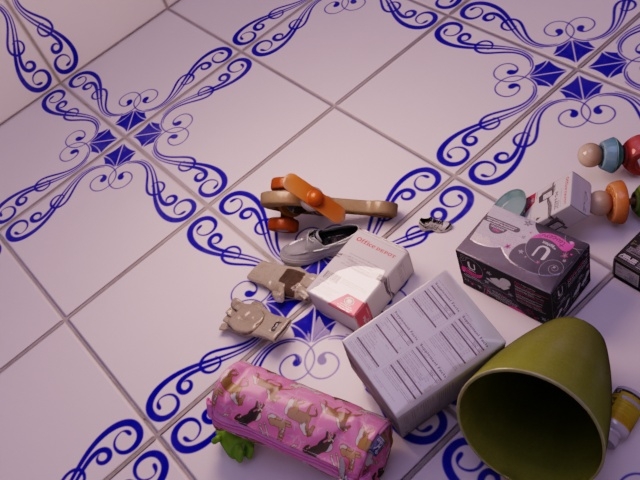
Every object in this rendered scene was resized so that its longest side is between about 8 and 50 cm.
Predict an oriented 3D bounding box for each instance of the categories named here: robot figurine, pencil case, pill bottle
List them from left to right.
[{"bbox_3d":[-0.189,0.432,1.745,0.101,0.067,0.115,-13,40,-29],"label":"robot figurine"},{"bbox_3d":[-0.043,0.380,1.642,0.386,0.167,0.160,19,85,20],"label":"pencil case"},{"bbox_3d":[0.581,0.347,1.547,0.065,0.065,0.116,25,63,34],"label":"pill bottle"}]

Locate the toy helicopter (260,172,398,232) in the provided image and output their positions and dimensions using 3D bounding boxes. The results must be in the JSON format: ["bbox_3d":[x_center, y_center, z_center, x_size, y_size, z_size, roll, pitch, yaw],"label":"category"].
[{"bbox_3d":[0.022,-0.097,2.026,0.355,0.235,0.140,4,81,1],"label":"toy helicopter"}]

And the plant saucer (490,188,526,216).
[{"bbox_3d":[0.461,-0.071,1.937,0.119,0.021,0.119,-43,26,27],"label":"plant saucer"}]

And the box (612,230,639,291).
[{"bbox_3d":[0.829,0.055,1.696,0.242,0.076,0.307,-41,51,-16],"label":"box"}]

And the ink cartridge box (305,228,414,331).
[{"bbox_3d":[0.098,0.095,1.909,0.159,0.092,0.218,27,66,34],"label":"ink cartridge box"}]

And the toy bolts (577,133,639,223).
[{"bbox_3d":[0.699,-0.175,1.851,0.159,0.218,0.228,-1,43,2],"label":"toy bolts"}]

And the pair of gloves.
[{"bbox_3d":[-0.124,0.151,1.971,0.204,0.042,0.240,9,49,33],"label":"pair of gloves"}]

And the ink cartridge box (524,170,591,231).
[{"bbox_3d":[0.554,-0.079,1.859,0.150,0.063,0.109,-37,29,48],"label":"ink cartridge box"}]

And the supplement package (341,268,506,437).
[{"bbox_3d":[0.214,0.237,1.644,0.263,0.199,0.198,-34,65,-8],"label":"supplement package"}]

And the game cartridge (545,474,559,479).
[{"bbox_3d":[0.384,0.600,1.377,0.285,0.052,0.323,-27,36,-4],"label":"game cartridge"}]

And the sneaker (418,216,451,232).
[{"bbox_3d":[0.287,-0.041,1.993,0.083,0.037,0.032,-1,50,17],"label":"sneaker"}]

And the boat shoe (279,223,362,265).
[{"bbox_3d":[0.001,0.001,2.026,0.228,0.081,0.079,-12,48,7],"label":"boat shoe"}]

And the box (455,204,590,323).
[{"bbox_3d":[0.457,0.052,1.785,0.247,0.142,0.163,29,66,35],"label":"box"}]

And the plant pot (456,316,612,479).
[{"bbox_3d":[0.447,0.278,1.532,0.275,0.274,0.293,14,35,28],"label":"plant pot"}]
